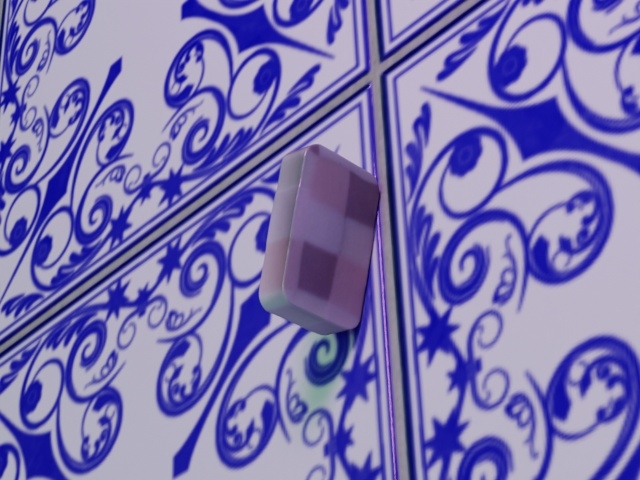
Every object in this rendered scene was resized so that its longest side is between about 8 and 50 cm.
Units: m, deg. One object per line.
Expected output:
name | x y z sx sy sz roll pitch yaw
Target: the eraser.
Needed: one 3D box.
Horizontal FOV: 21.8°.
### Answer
eraser | 0.000 0.000 1.001 0.026 0.065 0.105 -18 54 48
